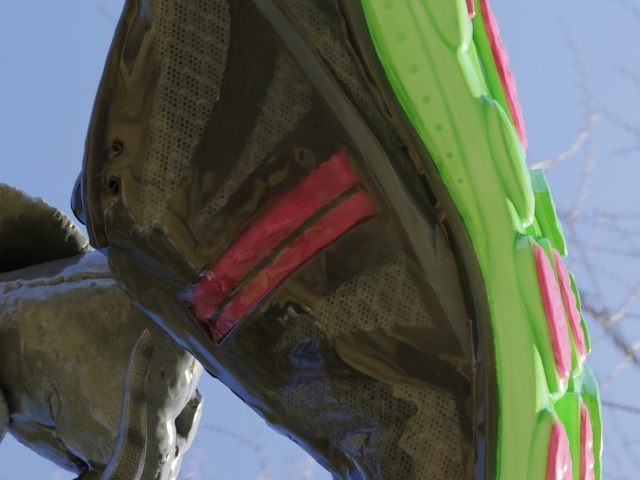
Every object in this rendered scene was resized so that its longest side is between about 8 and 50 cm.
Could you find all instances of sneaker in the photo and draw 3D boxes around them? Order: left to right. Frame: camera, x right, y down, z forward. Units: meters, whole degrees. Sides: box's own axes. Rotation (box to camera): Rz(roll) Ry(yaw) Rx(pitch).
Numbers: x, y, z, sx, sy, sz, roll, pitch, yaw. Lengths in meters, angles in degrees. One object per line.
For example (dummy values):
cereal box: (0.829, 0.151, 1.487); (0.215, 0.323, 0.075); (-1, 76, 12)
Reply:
sneaker: (0.000, 0.000, 0.861); (0.202, 0.185, 0.482); (-17, -103, 14)

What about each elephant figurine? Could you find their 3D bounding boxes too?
elephant figurine: (-0.184, 0.059, 1.054); (0.239, 0.169, 0.186); (17, -83, 4)

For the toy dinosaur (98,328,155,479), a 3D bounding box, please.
toy dinosaur: (-0.125, 0.149, 0.670); (0.064, 0.118, 0.268); (22, -142, 19)
